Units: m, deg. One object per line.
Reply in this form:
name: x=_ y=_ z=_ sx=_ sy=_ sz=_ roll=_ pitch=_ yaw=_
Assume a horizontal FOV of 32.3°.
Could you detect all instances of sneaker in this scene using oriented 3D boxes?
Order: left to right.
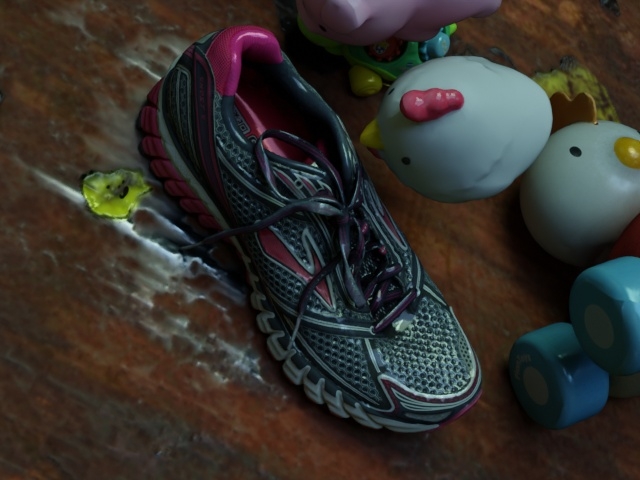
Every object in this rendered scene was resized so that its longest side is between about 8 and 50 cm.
sneaker: x=0.000 y=0.000 z=0.712 sx=0.299 sy=0.112 sz=0.121 roll=50 pitch=56 yaw=-5

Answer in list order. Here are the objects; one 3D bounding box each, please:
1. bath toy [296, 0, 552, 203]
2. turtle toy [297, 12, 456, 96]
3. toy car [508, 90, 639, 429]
bath toy: x=0.040 y=-0.190 z=0.723 sx=0.129 sy=0.151 sz=0.348 roll=7 pitch=65 yaw=-62
turtle toy: x=0.044 y=-0.161 z=0.823 sx=0.130 sy=0.066 sz=0.095 roll=-4 pitch=73 yaw=-19
toy car: x=0.225 y=-0.021 z=0.809 sx=0.219 sy=0.210 sz=0.238 roll=-18 pitch=68 yaw=-22
